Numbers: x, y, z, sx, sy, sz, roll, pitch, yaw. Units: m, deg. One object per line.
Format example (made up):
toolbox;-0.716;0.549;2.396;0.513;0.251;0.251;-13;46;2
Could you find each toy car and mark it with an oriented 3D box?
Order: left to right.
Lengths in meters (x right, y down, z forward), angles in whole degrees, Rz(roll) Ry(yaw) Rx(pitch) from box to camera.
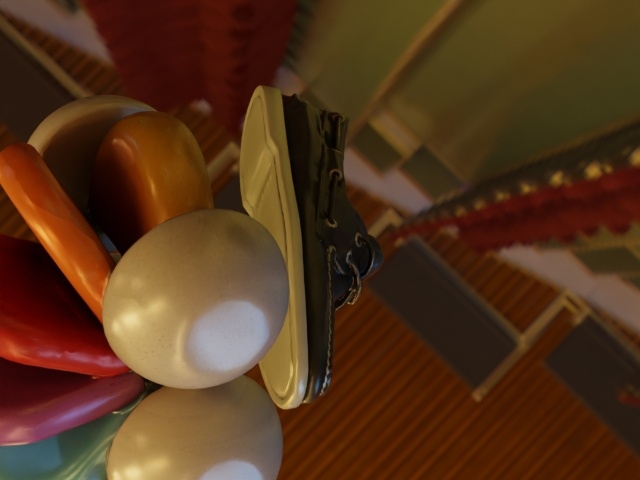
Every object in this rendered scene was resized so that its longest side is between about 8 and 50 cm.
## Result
toy car;-0.099;0.037;0.618;0.159;0.136;0.182;45;140;48

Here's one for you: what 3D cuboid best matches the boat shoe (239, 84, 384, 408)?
boat shoe;-0.001;0.002;1.326;0.113;0.127;0.340;7;-137;-17
